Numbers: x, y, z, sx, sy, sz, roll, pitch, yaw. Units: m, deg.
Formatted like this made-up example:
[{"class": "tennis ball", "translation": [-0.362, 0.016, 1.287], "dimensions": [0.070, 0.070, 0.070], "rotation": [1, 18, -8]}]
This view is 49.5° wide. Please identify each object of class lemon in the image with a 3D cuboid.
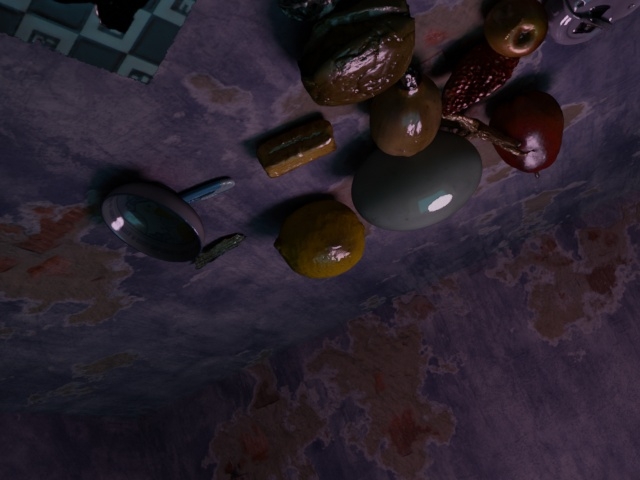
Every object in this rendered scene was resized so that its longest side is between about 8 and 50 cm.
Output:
[{"class": "lemon", "translation": [0.000, 0.000, 2.195], "dimensions": [0.310, 0.253, 0.253], "rotation": [-12, 156, -22]}]

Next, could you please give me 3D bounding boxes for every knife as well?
[{"class": "knife", "translation": [-0.337, -0.118, 1.890], "dimensions": [0.222, 0.031, 0.064], "rotation": [-22, 162, 1]}]

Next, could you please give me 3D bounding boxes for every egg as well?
[{"class": "egg", "translation": [0.273, -0.172, 1.998], "dimensions": [0.389, 0.276, 0.276], "rotation": [-18, 161, 21]}]

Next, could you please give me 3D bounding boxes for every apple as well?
[{"class": "apple", "translation": [0.457, -0.493, 1.607], "dimensions": [0.146, 0.146, 0.146], "rotation": [-19, 158, -8]}]

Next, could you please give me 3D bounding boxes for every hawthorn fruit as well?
[{"class": "hawthorn fruit", "translation": [0.617, -0.305, 2.049], "dimensions": [0.224, 0.261, 0.224], "rotation": [-20, -171, 3]}]

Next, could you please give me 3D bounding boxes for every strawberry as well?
[{"class": "strawberry", "translation": [0.389, -0.425, 1.736], "dimensions": [0.236, 0.107, 0.175], "rotation": [-45, -159, -9]}]

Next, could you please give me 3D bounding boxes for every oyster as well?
[{"class": "oyster", "translation": [-0.001, -0.491, 1.297], "dimensions": [0.199, 0.087, 0.252], "rotation": [-2, 163, -40]}]

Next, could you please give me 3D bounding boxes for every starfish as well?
[{"class": "starfish", "translation": [0.438, -0.310, 1.941], "dimensions": [0.060, 0.302, 0.299], "rotation": [-67, 162, 0]}]

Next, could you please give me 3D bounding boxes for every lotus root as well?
[{"class": "lotus root", "translation": [0.215, -0.334, 1.737], "dimensions": [0.182, 0.183, 0.310], "rotation": [-18, 153, -9]}]

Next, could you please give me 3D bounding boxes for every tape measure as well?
[{"class": "tape measure", "translation": [0.634, -0.557, 1.662], "dimensions": [0.236, 0.120, 0.197], "rotation": [-9, 157, -19]}]

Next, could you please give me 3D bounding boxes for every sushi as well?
[{"class": "sushi", "translation": [-0.375, -0.434, 1.055], "dimensions": [0.373, 0.100, 0.296], "rotation": [12, 132, -39]}]

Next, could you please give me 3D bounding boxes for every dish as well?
[{"class": "dish", "translation": [-0.408, -0.076, 1.783], "dimensions": [0.273, 0.134, 0.273], "rotation": [15, 147, 10]}]

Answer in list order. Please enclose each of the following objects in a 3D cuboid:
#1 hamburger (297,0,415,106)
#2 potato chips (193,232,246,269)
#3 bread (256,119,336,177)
[{"class": "hamburger", "translation": [0.083, -0.387, 1.469], "dimensions": [0.265, 0.134, 0.285], "rotation": [-19, 174, 5]}, {"class": "potato chips", "translation": [-0.338, 0.031, 2.249], "dimensions": [0.207, 0.028, 0.092], "rotation": [-28, 156, 12]}, {"class": "bread", "translation": [-0.061, -0.239, 1.797], "dimensions": [0.211, 0.083, 0.114], "rotation": [-22, 164, 0]}]
